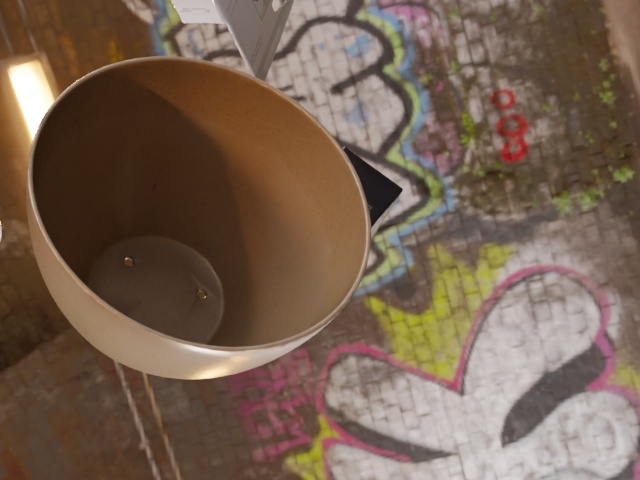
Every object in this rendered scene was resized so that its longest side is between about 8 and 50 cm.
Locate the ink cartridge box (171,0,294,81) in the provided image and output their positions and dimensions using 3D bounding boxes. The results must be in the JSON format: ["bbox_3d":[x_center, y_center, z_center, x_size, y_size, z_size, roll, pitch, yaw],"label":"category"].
[{"bbox_3d":[-0.090,-0.350,0.967,0.239,0.060,0.275,64,-142,-57],"label":"ink cartridge box"}]

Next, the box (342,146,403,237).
[{"bbox_3d":[0.000,0.000,1.012,0.158,0.093,0.156,-49,-8,-44],"label":"box"}]

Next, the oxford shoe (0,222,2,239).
[{"bbox_3d":[-0.470,-0.025,1.028,0.146,0.140,0.397,54,164,-19],"label":"oxford shoe"}]

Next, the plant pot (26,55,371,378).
[{"bbox_3d":[-0.122,0.009,0.757,0.191,0.284,0.284,126,143,-49],"label":"plant pot"}]
